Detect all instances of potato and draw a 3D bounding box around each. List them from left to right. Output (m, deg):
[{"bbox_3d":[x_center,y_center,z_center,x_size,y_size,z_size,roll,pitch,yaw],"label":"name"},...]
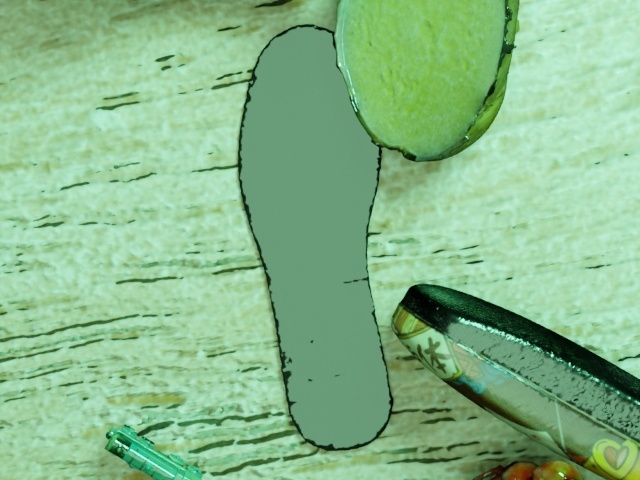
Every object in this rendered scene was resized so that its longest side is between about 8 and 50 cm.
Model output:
[{"bbox_3d":[0.098,-0.162,1.137,0.164,0.081,0.200,24,116,34],"label":"potato"}]

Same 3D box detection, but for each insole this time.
[{"bbox_3d":[0.000,0.000,1.208,0.119,0.009,0.348,-7,95,4],"label":"insole"}]

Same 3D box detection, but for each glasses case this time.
[{"bbox_3d":[0.201,0.127,1.155,0.321,0.122,0.082,29,96,-1],"label":"glasses case"}]

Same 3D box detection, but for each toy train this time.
[{"bbox_3d":[-0.137,0.183,1.213,0.092,0.045,0.029,32,94,-4],"label":"toy train"}]

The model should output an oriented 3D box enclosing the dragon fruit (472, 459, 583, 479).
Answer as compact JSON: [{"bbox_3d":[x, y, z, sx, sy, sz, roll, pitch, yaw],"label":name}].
[{"bbox_3d":[0.159,0.235,1.165,0.133,0.208,0.150,13,53,-12],"label":"dragon fruit"}]
